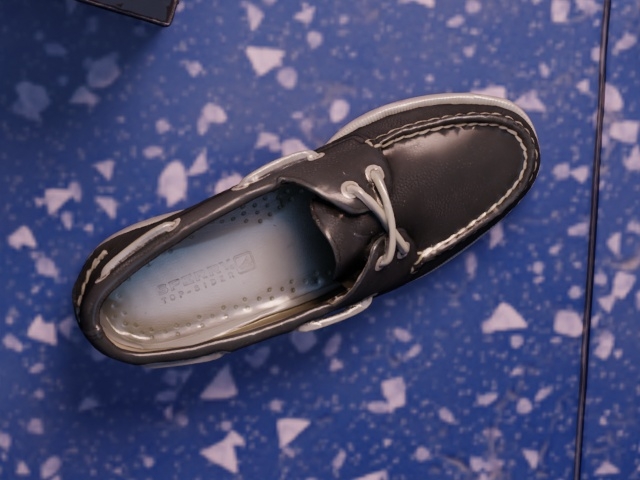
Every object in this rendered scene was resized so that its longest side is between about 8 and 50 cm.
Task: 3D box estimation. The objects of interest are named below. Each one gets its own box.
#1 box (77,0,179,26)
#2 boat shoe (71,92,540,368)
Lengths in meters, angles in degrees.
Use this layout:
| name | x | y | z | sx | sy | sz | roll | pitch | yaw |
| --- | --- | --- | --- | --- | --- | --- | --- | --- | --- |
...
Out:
| name | x | y | z | sx | sy | sz | roll | pitch | yaw |
| --- | --- | --- | --- | --- | --- | --- | --- | --- | --- |
| box | -0.103 | -0.204 | 0.822 | 0.093 | 0.158 | 0.156 | 16 | 97 | -9 |
| boat shoe | 0.000 | 0.000 | 0.902 | 0.302 | 0.091 | 0.114 | -26 | 101 | -2 |
